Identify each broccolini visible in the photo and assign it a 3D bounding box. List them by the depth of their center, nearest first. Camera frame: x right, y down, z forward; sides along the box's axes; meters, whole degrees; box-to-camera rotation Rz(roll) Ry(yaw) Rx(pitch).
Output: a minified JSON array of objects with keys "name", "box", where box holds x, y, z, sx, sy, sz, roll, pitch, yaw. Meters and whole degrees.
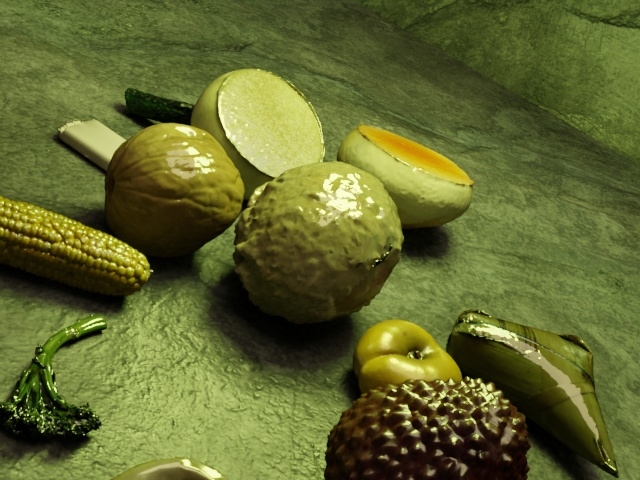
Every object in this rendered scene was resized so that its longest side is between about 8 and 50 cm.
[{"name":"broccolini","box":[-0.309,0.168,1.186,0.123,0.062,0.271,33,24,-6]}]

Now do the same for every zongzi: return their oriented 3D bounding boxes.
[{"name":"zongzi","box":[0.334,0.247,1.505,0.260,0.123,0.289,17,32,-6]}]

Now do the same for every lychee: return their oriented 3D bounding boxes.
[{"name":"lychee","box":[0.136,0.273,1.130,0.272,0.271,0.271,20,28,-11]}]

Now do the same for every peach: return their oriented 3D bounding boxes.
[{"name":"peach","box":[0.130,0.199,1.432,0.179,0.103,0.179,17,30,-10]}]

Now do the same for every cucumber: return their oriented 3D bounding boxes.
[{"name":"cucumber","box":[-0.310,-0.263,1.883,0.187,0.058,0.058,16,24,20]}]

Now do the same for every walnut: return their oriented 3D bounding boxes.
[{"name":"walnut","box":[-0.236,-0.079,1.508,0.228,0.228,0.228,20,28,-11]}]

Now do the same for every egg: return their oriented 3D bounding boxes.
[{"name":"egg","box":[0.000,0.000,1.513,0.279,0.279,0.310,35,37,18]}]

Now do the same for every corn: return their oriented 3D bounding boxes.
[{"name":"corn","box":[-0.396,0.007,1.345,0.313,0.102,0.102,20,28,-18]}]

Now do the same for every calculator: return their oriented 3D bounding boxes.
[{"name":"calculator","box":[-0.400,-0.173,1.720,0.175,0.032,0.100,34,29,15]}]

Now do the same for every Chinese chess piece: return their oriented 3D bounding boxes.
[{"name":"Chinese chess piece","box":[-0.121,-0.204,1.811,0.270,0.112,0.270,22,52,-32]}]

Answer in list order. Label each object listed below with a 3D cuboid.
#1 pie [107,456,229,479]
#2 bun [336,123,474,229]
[{"name":"pie","box":[-0.141,0.370,0.856,0.339,0.077,0.339,8,54,-10]},{"name":"bun","box":[0.167,-0.111,1.938,0.299,0.164,0.299,22,19,-8]}]
